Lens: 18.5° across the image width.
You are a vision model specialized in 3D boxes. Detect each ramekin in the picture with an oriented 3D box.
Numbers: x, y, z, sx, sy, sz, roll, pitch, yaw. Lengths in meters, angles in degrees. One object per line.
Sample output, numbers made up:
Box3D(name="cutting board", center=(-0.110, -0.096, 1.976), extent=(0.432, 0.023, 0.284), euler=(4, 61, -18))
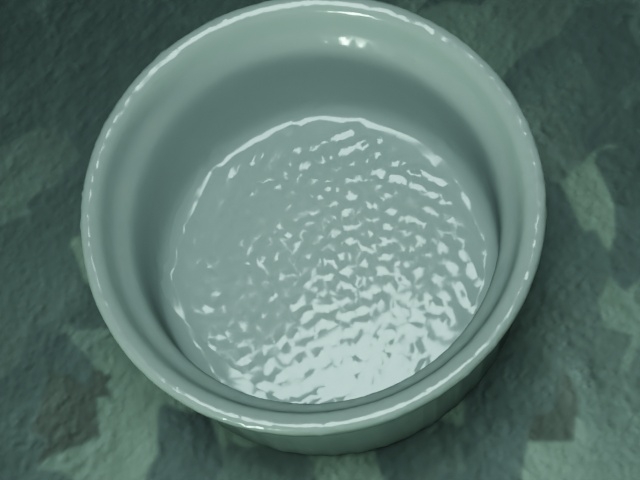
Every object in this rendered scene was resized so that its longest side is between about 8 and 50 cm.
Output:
Box3D(name="ramekin", center=(0.000, 0.000, 1.217), extent=(0.277, 0.135, 0.277), euler=(-2, 71, 5))
